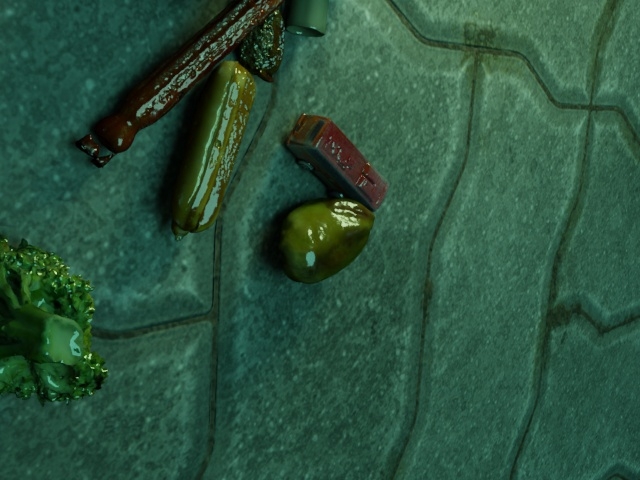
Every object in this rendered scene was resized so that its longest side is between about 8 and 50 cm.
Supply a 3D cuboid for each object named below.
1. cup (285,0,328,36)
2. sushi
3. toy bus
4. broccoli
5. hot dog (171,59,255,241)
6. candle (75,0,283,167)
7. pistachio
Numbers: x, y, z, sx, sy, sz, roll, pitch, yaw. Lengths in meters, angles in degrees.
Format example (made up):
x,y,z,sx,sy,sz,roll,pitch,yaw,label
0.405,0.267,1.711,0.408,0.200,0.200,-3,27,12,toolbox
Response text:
x,y,z,sx,sy,sz,roll,pitch,yaw,label
-0.008,-0.323,1.045,0.074,0.054,0.083,7,92,-46,cup
-0.081,-0.267,0.987,0.055,0.052,0.120,-19,116,-59,sushi
0.029,-0.109,1.121,0.192,0.077,0.065,41,73,-43,toy bus
-0.293,0.094,0.750,0.220,0.194,0.194,49,64,-35,broccoli
-0.140,-0.110,0.947,0.092,0.062,0.236,61,46,-79,hot dog
-0.154,-0.206,0.900,0.329,0.051,0.048,-47,115,-17,candle
0.000,0.002,1.110,0.189,0.100,0.110,-37,147,-45,pistachio
